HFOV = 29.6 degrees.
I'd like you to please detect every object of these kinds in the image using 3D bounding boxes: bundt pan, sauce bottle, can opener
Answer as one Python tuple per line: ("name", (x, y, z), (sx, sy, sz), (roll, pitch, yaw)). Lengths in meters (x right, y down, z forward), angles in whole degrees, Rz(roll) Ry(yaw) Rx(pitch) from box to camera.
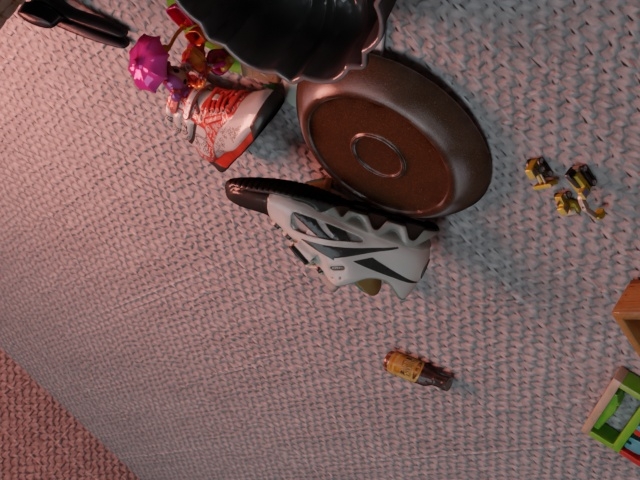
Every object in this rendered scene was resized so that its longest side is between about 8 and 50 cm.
("bundt pan", (-0.041, -0.356, 1.467), (0.331, 0.124, 0.331), (23, 145, 17))
("sauce bottle", (0.173, 0.233, 2.148), (0.128, 0.042, 0.042), (17, 144, 30))
("can opener", (-0.392, -0.350, 1.955), (0.186, 0.073, 0.059), (21, 156, 6))

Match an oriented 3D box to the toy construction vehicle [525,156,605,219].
("toy construction vehicle", (0.317, -0.064, 1.578), (0.086, 0.035, 0.098), (-4, 130, 51))

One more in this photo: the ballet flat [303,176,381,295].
("ballet flat", (0.049, -0.005, 1.928), (0.073, 0.080, 0.232), (-25, 119, 27))

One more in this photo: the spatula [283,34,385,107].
("spatula", (0.021, -0.241, 1.681), (0.168, 0.019, 0.242), (29, 150, 18))

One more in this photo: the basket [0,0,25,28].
("basket", (-0.535, -0.427, 1.740), (0.266, 0.328, 0.331), (44, 150, -18))

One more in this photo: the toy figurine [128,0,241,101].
("toy figurine", (-0.204, -0.265, 1.756), (0.130, 0.159, 0.173), (-1, 133, 49))

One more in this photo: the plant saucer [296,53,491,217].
("plant saucer", (0.090, -0.132, 1.706), (0.310, 0.050, 0.310), (24, 150, 15))

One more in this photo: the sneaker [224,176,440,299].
("sneaker", (0.000, 0.000, 1.822), (0.330, 0.122, 0.146), (19, 104, 8))

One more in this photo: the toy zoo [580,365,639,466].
("toy zoo", (0.555, 0.320, 1.850), (0.293, 0.030, 0.192), (31, 150, 14))

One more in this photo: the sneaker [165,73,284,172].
("sneaker", (-0.158, -0.199, 1.854), (0.145, 0.090, 0.270), (41, 158, -7))

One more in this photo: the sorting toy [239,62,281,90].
("sorting toy", (-0.087, -0.250, 1.786), (0.062, 0.012, 0.083), (11, 142, 14))

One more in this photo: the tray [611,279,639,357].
("tray", (0.590, 0.135, 1.514), (0.411, 0.076, 0.203), (-6, 128, 50))
